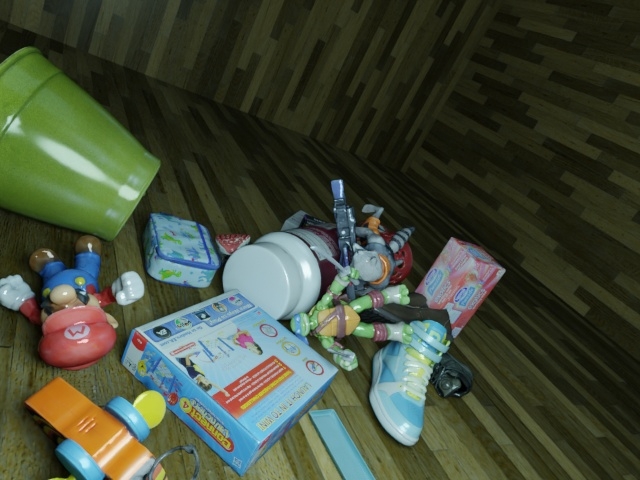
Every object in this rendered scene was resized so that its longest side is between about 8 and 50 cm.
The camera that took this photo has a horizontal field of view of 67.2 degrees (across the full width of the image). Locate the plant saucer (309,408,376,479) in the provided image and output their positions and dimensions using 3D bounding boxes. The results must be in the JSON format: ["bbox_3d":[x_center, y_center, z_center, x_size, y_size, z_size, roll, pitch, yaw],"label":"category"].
[{"bbox_3d":[0.042,0.406,0.924,0.067,0.018,0.192,11,26,-38],"label":"plant saucer"}]

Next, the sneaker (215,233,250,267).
[{"bbox_3d":[-0.229,0.029,1.272,0.088,0.093,0.225,-1,-1,-8],"label":"sneaker"}]

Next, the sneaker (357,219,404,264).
[{"bbox_3d":[0.243,0.000,2.007,0.276,0.098,0.135,42,23,30],"label":"sneaker"}]

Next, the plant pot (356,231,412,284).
[{"bbox_3d":[0.196,0.067,1.678,0.174,0.191,0.191,-5,38,-44],"label":"plant pot"}]

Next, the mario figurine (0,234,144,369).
[{"bbox_3d":[-0.439,0.082,0.844,0.170,0.198,0.320,39,4,-42],"label":"mario figurine"}]

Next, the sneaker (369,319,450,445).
[{"bbox_3d":[0.218,0.298,1.112,0.127,0.208,0.319,34,19,-12],"label":"sneaker"}]

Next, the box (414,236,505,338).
[{"bbox_3d":[0.438,0.160,1.591,0.154,0.300,0.142,15,26,-28],"label":"box"}]

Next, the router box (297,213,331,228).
[{"bbox_3d":[0.000,0.000,1.657,0.178,0.133,0.046,19,22,-21],"label":"router box"}]

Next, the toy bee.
[{"bbox_3d":[-0.274,0.304,0.634,0.195,0.162,0.298,-25,35,-27],"label":"toy bee"}]

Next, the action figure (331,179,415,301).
[{"bbox_3d":[0.136,-0.005,1.235,0.178,0.341,0.330,-4,18,18],"label":"action figure"}]

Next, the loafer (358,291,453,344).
[{"bbox_3d":[0.245,0.213,1.421,0.366,0.133,0.130,24,63,-32],"label":"loafer"}]

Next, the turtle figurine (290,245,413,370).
[{"bbox_3d":[0.085,0.166,1.039,0.266,0.275,0.198,-2,50,-23],"label":"turtle figurine"}]

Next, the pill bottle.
[{"bbox_3d":[-0.060,0.079,1.269,0.224,0.224,0.392,36,22,19],"label":"pill bottle"}]

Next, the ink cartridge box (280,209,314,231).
[{"bbox_3d":[-0.069,-0.046,1.779,0.104,0.062,0.181,30,21,5],"label":"ink cartridge box"}]

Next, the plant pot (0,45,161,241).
[{"bbox_3d":[-0.585,-0.179,1.119,0.353,0.366,0.366,33,18,-21],"label":"plant pot"}]

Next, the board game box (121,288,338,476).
[{"bbox_3d":[-0.162,0.247,0.943,0.302,0.086,0.308,35,22,18],"label":"board game box"}]

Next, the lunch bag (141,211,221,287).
[{"bbox_3d":[-0.355,0.022,1.231,0.176,0.090,0.219,17,24,-33],"label":"lunch bag"}]

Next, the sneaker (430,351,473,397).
[{"bbox_3d":[0.314,0.342,1.310,0.227,0.087,0.130,36,15,7],"label":"sneaker"}]
